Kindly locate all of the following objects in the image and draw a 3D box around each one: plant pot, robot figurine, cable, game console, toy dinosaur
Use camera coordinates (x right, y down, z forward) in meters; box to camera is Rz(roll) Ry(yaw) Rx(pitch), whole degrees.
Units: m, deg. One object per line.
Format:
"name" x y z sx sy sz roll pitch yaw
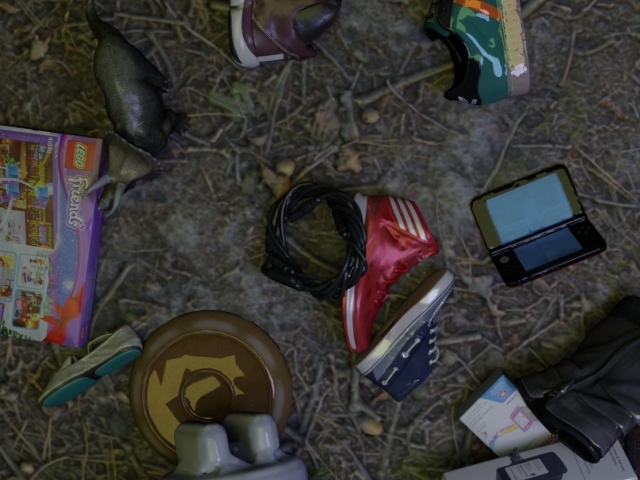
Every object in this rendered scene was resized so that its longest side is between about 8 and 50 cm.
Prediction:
"plant pot" -0.157 0.217 1.419 0.236 0.032 0.236 0 94 2
"robot figurine" -0.103 0.404 1.305 0.300 0.200 0.353 -8 87 -26
"cable" 0.000 0.000 1.351 0.184 0.047 0.150 18 86 41
"game console" 0.292 -0.020 1.357 0.144 0.124 0.085 -22 119 4
"toy dinosaur" -0.248 -0.194 1.331 0.121 0.160 0.313 -4 95 3

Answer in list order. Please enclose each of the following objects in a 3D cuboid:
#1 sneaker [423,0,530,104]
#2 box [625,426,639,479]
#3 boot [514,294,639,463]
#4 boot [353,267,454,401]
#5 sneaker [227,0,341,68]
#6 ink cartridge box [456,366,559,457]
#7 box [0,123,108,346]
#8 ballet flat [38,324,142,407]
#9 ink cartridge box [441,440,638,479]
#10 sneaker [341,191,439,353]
"sneaker" 0.190 -0.328 1.326 0.121 0.108 0.302 -12 95 -1
"box" 0.549 0.279 1.340 0.257 0.128 0.123 2 94 3
"boot" 0.409 0.202 1.233 0.222 0.338 0.118 -35 111 -14
"boot" 0.138 0.131 1.387 0.086 0.069 0.190 40 103 -7
"sneaker" -0.045 -0.374 1.348 0.162 0.106 0.281 -2 104 -2
"ink cartridge box" 0.263 0.251 1.391 0.122 0.052 0.088 43 95 -2
"box" -0.410 -0.010 1.402 0.201 0.057 0.293 8 94 3
"ballet flat" -0.328 0.176 1.422 0.168 0.057 0.052 -30 64 1
"ink cartridge box" 0.298 0.368 1.341 0.237 0.100 0.172 -16 122 3
"sneaker" 0.096 0.047 1.369 0.128 0.087 0.221 3 95 4
